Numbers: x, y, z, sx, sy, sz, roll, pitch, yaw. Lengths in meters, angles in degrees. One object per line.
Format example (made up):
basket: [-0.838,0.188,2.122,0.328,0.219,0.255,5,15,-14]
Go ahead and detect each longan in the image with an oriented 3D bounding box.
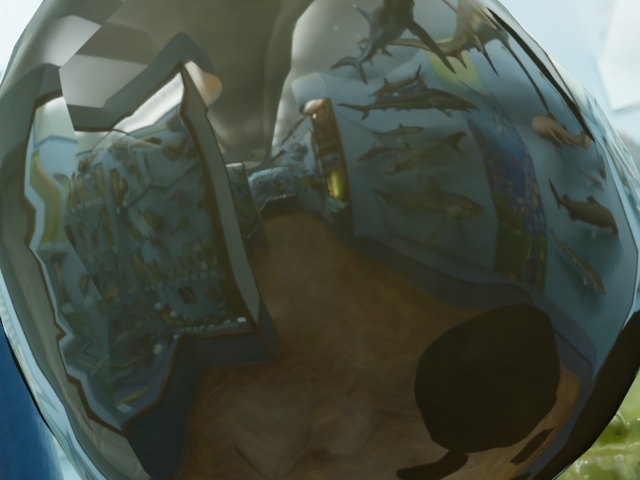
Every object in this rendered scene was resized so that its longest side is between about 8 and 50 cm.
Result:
longan: [0.000,0.000,0.419,0.189,0.189,0.189,-15,-14,-4]

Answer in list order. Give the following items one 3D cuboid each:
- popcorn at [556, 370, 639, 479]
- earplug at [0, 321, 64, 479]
popcorn: [0.222,0.157,1.218,0.259,0.259,0.212,-11,-55,-16]
earplug: [-0.233,0.048,0.954,0.132,0.272,0.132,-6,19,2]
